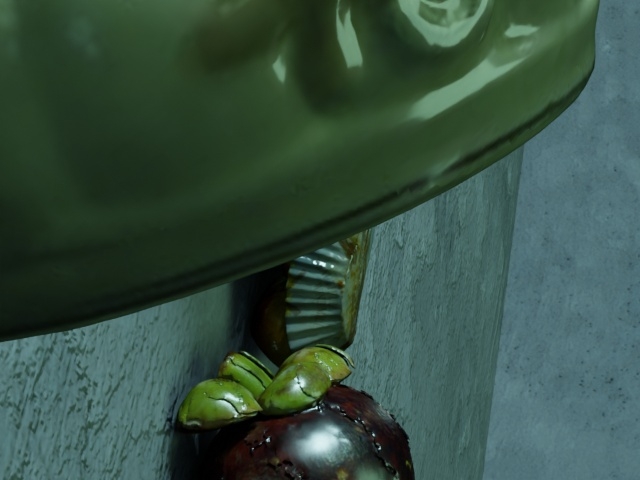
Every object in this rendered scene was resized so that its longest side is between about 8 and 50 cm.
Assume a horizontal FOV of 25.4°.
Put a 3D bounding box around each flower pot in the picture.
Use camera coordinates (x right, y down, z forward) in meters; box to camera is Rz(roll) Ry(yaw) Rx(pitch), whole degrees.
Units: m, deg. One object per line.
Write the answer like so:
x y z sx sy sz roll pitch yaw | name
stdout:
-0.070 -0.129 0.470 0.307 0.307 0.244 -56 129 -63 | flower pot

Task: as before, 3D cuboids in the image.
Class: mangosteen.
-0.017 0.153 0.980 0.180 0.166 0.166 65 20 -7 | mangosteen

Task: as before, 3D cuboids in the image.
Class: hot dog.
0.000 0.000 1.141 0.270 0.081 0.163 -73 169 -65 | hot dog
